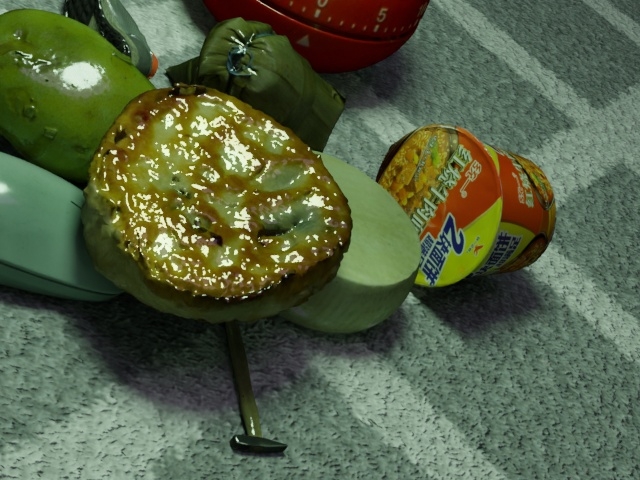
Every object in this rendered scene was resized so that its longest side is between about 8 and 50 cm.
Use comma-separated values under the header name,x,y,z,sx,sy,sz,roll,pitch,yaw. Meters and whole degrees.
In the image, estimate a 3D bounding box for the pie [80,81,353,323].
name,x,y,z,sx,sy,sz,roll,pitch,yaw
pie,-0.109,-0.035,1.412,0.315,0.092,0.315,13,47,-14

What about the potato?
name,x,y,z,sx,sy,sz,roll,pitch,yaw
potato,-0.297,-0.167,1.511,0.253,0.148,0.186,21,33,-16

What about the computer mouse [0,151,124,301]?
name,x,y,z,sx,sy,sz,roll,pitch,yaw
computer mouse,-0.323,-0.032,1.369,0.288,0.097,0.159,15,35,-23

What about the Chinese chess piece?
name,x,y,z,sx,sy,sz,roll,pitch,yaw
Chinese chess piece,0.000,0.000,1.583,0.250,0.101,0.250,22,35,-16

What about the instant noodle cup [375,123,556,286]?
name,x,y,z,sx,sy,sz,roll,pitch,yaw
instant noodle cup,0.199,-0.041,1.722,0.174,0.213,0.213,3,43,-48

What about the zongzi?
name,x,y,z,sx,sy,sz,roll,pitch,yaw
zongzi,-0.132,-0.214,1.634,0.274,0.125,0.251,25,-6,24

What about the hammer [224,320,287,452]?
name,x,y,z,sx,sy,sz,roll,pitch,yaw
hammer,-0.081,0.148,1.412,0.062,0.013,0.199,14,39,-27

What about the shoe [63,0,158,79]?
name,x,y,z,sx,sy,sz,roll,pitch,yaw
shoe,-0.280,-0.283,1.748,0.077,0.074,0.194,10,41,-48

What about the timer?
name,x,y,z,sx,sy,sz,roll,pitch,yaw
timer,-0.014,-0.420,1.944,0.378,0.279,0.378,19,36,-15
